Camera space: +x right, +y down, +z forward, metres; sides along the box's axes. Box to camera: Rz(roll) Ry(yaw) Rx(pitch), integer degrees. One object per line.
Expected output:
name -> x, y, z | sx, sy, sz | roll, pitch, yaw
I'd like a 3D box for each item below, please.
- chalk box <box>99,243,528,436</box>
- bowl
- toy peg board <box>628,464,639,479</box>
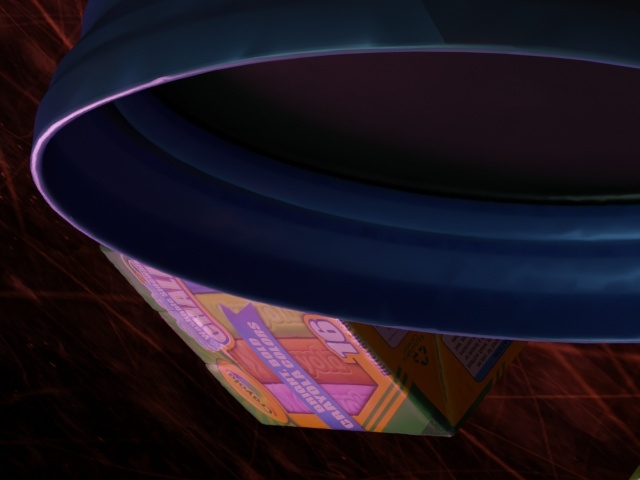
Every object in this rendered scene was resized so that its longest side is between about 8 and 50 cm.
chalk box -> 0.000, 0.000, 1.225 | 0.179, 0.180, 0.289 | 49, 156, -19
bowl -> 0.078, -0.040, 0.809 | 0.391, 0.077, 0.391 | 5, 164, 1
toy peg board -> 0.287, 0.158, 1.204 | 0.161, 0.079, 0.160 | 43, 156, -9
